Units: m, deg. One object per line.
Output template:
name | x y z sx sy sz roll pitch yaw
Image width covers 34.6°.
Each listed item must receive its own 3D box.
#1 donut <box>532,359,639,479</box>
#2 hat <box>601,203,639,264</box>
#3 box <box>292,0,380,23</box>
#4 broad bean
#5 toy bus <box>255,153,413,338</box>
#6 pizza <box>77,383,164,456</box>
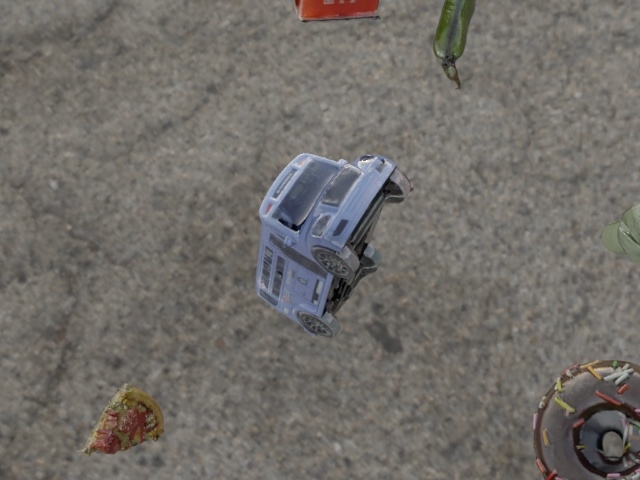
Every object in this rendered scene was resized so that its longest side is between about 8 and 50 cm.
donut | 0.458 0.313 1.612 0.270 0.103 0.269 -5 77 21
hat | 0.543 -0.002 1.765 0.122 0.166 0.081 28 72 -14
box | 0.000 -0.322 1.015 0.099 0.133 0.182 -7 52 -13
broad bean | 0.149 -0.252 1.059 0.039 0.069 0.226 7 51 17
toy bus | 0.000 0.000 0.664 0.076 0.167 0.073 31 65 8
pizza | -0.210 0.213 1.168 0.100 0.099 0.029 -53 49 11
